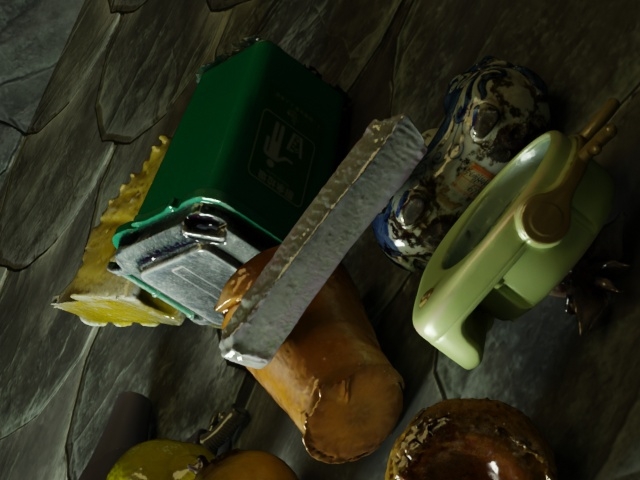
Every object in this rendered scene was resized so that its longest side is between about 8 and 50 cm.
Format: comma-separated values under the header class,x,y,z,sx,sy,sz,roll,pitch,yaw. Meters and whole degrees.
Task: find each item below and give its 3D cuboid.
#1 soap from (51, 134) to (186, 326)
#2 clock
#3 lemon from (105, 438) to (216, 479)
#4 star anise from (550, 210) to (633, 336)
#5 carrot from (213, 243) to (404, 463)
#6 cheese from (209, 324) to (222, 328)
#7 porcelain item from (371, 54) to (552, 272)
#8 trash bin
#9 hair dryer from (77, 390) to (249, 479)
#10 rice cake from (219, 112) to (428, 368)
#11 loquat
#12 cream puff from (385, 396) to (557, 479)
class,x,y,z,sx,sy,sz,roll,pitch,yaw
soap,-0.315,-0.024,2.396,0.304,0.169,0.338,-2,64,48
clock,0.227,-0.018,1.482,0.308,0.096,0.235,-50,4,24
lemon,-0.218,0.375,1.890,0.248,0.184,0.184,-58,27,34
star anise,0.290,0.025,1.454,0.129,0.056,0.124,-58,28,12
carrot,-0.004,0.138,1.726,0.196,0.196,0.254,-58,33,11
cheese,-0.140,0.110,2.126,0.084,0.041,0.060,8,77,34
porcelain item,0.164,-0.100,1.688,0.288,0.138,0.186,-56,26,12
trash bin,-0.124,-0.080,2.041,0.295,0.259,0.381,-22,43,45
hair dryer,-0.235,0.321,2.083,0.361,0.121,0.301,-30,34,33
rice cake,0.000,0.000,1.632,0.365,0.073,0.056,-54,31,7
loquat,-0.094,0.359,1.736,0.172,0.149,0.204,-39,63,34
cream puff,0.158,0.233,1.430,0.183,0.183,0.169,-56,1,14
